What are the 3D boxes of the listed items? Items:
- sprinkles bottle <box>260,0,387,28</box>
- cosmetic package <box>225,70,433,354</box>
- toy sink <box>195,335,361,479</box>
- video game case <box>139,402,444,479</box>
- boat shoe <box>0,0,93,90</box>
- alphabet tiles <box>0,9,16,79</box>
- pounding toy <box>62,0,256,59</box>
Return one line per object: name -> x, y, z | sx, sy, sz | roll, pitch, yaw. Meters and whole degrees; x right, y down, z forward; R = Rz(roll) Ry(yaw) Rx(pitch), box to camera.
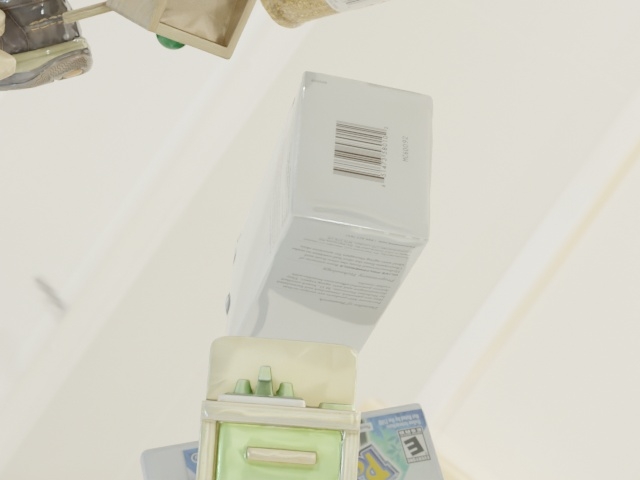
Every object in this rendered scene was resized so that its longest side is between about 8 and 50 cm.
sprinkles bottle -> 0.092, -0.347, 1.747 | 0.355, 0.121, 0.121 | -10, -25, 32
cosmetic package -> 0.000, 0.000, 1.661 | 0.155, 0.197, 0.365 | 10, -31, -10
toy sink -> -0.041, 0.210, 1.413 | 0.153, 0.234, 0.131 | 5, -6, -2
video game case -> -0.006, 0.340, 1.593 | 0.036, 0.329, 0.300 | 109, -31, -58
boat shoe -> -0.387, -0.229, 1.536 | 0.355, 0.130, 0.132 | 3, 17, 29
alphabet tiles -> -0.429, -0.180, 1.334 | 0.278, 0.021, 0.284 | 27, 37, 23
pounding toy -> -0.142, -0.237, 1.382 | 0.130, 0.141, 0.100 | 14, 15, -48
